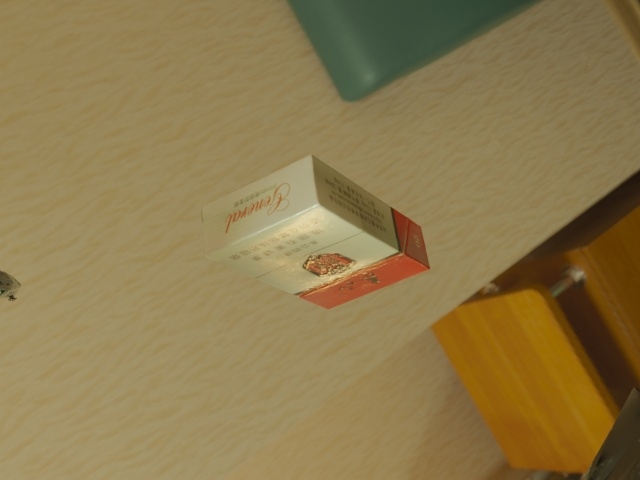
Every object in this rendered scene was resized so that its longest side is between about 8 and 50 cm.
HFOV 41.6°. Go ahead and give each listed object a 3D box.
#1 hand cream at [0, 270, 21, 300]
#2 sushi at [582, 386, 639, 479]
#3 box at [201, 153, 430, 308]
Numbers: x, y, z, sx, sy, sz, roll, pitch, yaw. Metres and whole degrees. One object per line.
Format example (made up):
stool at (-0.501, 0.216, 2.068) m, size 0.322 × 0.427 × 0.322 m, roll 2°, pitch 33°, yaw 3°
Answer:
hand cream at (-0.370, 0.024, 0.672) m, size 0.075 × 0.247 × 0.052 m, roll -107°, pitch 30°, yaw -68°
sushi at (0.253, 0.202, 0.406) m, size 0.227 × 0.215 × 0.212 m, roll 45°, pitch 149°, yaw -1°
box at (0.000, 0.000, 0.618) m, size 0.100 × 0.152 × 0.048 m, roll -21°, pitch 58°, yaw 29°
